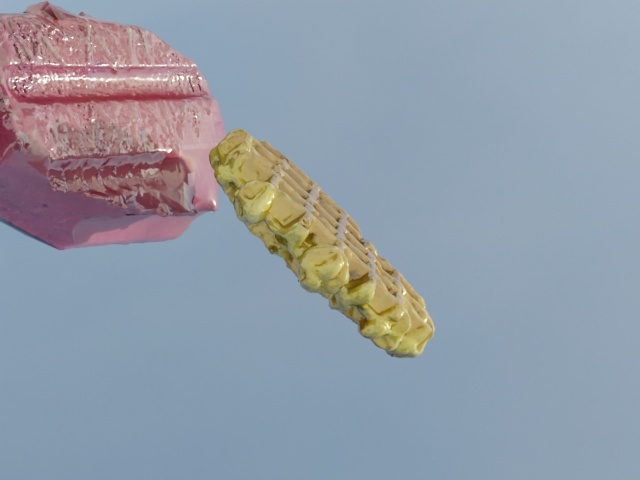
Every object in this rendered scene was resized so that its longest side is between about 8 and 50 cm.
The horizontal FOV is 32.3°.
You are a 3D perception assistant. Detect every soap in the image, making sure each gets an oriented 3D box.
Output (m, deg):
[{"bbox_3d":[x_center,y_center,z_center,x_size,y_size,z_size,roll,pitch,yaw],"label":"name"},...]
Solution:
[{"bbox_3d":[-0.220,-0.106,1.077,0.127,0.325,0.220,-18,-95,33],"label":"soap"}]

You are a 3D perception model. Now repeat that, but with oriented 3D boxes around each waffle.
[{"bbox_3d":[0.001,-0.001,1.016,0.056,0.249,0.253,-46,-139,8],"label":"waffle"}]
